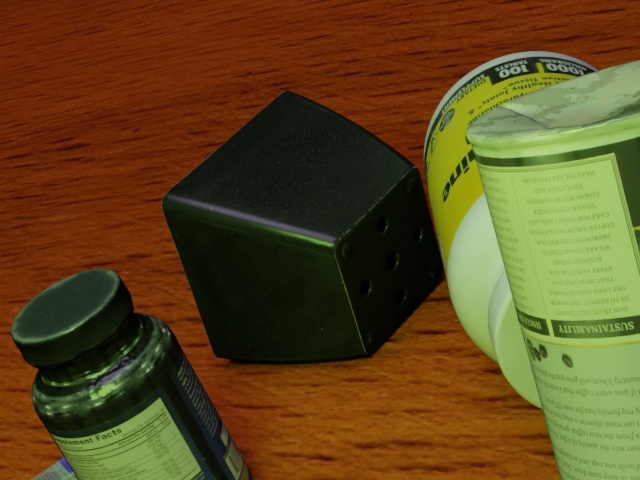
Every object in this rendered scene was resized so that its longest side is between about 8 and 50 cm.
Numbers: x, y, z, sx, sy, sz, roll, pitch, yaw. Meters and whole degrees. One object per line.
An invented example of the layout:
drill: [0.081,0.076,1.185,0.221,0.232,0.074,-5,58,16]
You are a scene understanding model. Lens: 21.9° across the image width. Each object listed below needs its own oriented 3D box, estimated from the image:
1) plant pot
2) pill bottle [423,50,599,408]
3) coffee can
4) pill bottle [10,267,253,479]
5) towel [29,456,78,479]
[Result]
plant pot: [0.000,0.000,1.476,0.167,0.188,0.187,14,44,38]
pill bottle: [0.186,-0.009,1.294,0.188,0.188,0.334,-22,25,8]
coffee can: [0.220,0.037,1.019,0.201,0.275,0.201,-16,12,3]
pill bottle: [-0.149,0.136,1.291,0.123,0.219,0.123,-21,26,11]
towel: [-0.220,0.204,1.473,0.083,0.009,0.060,-33,25,-15]
